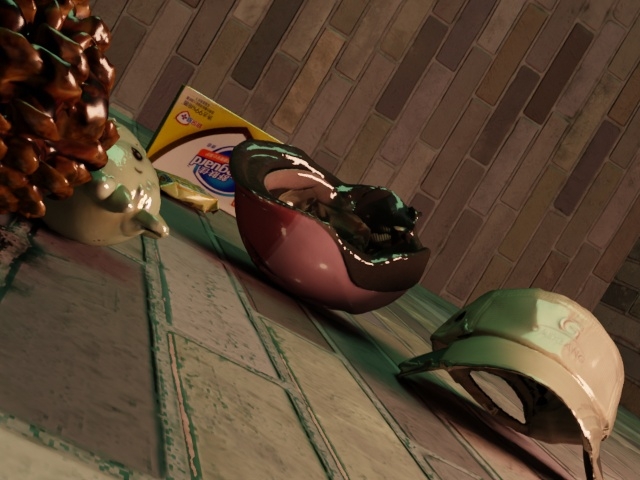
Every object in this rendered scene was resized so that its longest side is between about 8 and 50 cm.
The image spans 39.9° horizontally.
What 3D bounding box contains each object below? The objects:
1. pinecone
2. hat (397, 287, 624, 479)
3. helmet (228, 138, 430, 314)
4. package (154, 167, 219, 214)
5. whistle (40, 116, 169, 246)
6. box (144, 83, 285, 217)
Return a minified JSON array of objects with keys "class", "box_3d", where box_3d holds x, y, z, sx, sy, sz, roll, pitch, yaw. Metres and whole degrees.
[{"class":"pinecone","box_3d":[-0.192,-0.094,0.517,0.173,0.173,0.173,31,3,-2]},{"class":"hat","box_3d":[0.209,0.129,0.885,0.232,0.161,0.275,27,5,14]},{"class":"helmet","box_3d":[0.000,0.000,1.027,0.253,0.154,0.198,11,29,-16]},{"class":"package","box_3d":[-0.213,-0.077,1.306,0.121,0.031,0.108,22,7,-34]},{"class":"whistle","box_3d":[-0.204,-0.070,0.653,0.253,0.106,0.102,31,-38,22]},{"class":"box","box_3d":[-0.174,-0.147,1.599,0.265,0.168,0.097,32,1,-16]}]
